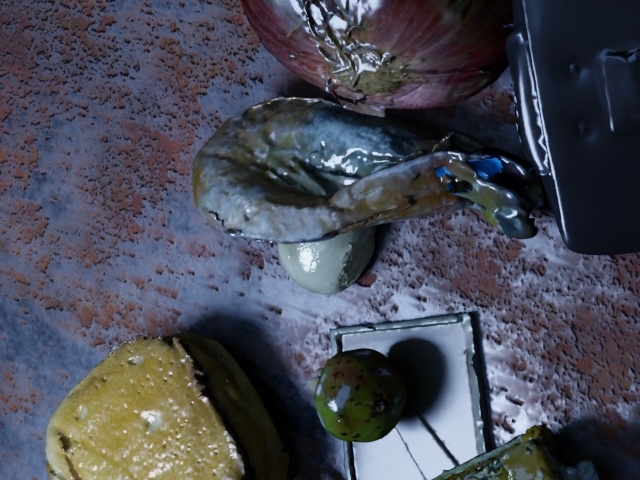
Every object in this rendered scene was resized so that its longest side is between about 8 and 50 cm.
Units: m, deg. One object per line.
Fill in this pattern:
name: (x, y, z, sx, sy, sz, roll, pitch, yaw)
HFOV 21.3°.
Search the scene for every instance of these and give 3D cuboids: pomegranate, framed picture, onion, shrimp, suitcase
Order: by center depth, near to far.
suitcase: (0.352, -0.167, 1.672, 0.339, 0.188, 0.345, -9, 106, 13)
onion: (0.086, -0.280, 1.844, 0.353, 0.353, 0.354, 1, 93, 34)
shrimp: (0.044, -0.072, 1.978, 0.445, 0.221, 0.110, 7, 141, 27)
pomegranate: (0.037, 0.179, 2.015, 0.142, 0.114, 0.115, 13, 100, 59)
framed picture: (0.110, 0.233, 2.036, 0.208, 0.019, 0.281, -7, 88, 34)

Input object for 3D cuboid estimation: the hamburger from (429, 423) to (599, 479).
hamburger: (0.189, 0.329, 1.883, 0.288, 0.167, 0.192, -33, 77, 17)

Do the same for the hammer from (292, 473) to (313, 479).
hammer: (0.088, 0.409, 2.006, 0.365, 0.111, 0.043, 44, 113, 27)

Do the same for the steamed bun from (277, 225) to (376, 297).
steamed bun: (0.000, 0.000, 2.059, 0.112, 0.091, 0.130, 39, 113, 29)

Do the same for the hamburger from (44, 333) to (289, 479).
hamburger: (-0.189, 0.275, 2.149, 0.284, 0.174, 0.304, -41, 70, 26)
